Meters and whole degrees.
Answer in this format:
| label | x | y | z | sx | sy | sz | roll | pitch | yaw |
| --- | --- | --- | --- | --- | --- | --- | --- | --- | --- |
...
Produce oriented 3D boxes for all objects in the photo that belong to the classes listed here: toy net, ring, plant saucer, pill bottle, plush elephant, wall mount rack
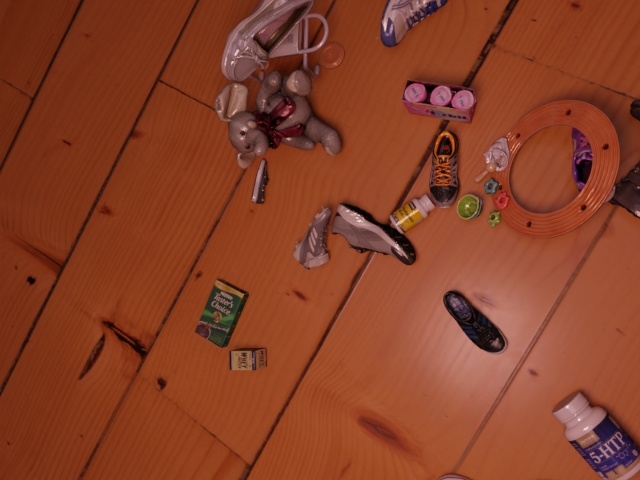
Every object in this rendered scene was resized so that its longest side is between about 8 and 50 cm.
| label | x | y | z | sx | sy | sz | roll | pitch | yaw |
| --- | --- | --- | --- | --- | --- | --- | --- | --- | --- |
| toy net | 0.438 | -0.155 | 1.367 | 0.122 | 0.045 | 0.232 | 24 | 99 | 53 |
| ring | 0.552 | -0.168 | 1.273 | 0.337 | 0.032 | 0.336 | -22 | 63 | 51 |
| plant saucer | 0.032 | -0.562 | 1.608 | 0.084 | 0.013 | 0.083 | -2 | 84 | 20 |
| pill bottle | 0.252 | -0.075 | 1.445 | 0.116 | 0.065 | 0.065 | -36 | 73 | 13 |
| plush elephant | -0.153 | -0.334 | 1.520 | 0.255 | 0.271 | 0.330 | -42 | 45 | -12 |
| wall mount rack | -0.110 | -0.643 | 1.611 | 0.350 | 0.130 | 0.303 | 3 | 89 | 25 |
| pill bottle | 0.632 | 0.449 | 1.219 | 0.112 | 0.112 | 0.186 | -44 | 71 | 12 |

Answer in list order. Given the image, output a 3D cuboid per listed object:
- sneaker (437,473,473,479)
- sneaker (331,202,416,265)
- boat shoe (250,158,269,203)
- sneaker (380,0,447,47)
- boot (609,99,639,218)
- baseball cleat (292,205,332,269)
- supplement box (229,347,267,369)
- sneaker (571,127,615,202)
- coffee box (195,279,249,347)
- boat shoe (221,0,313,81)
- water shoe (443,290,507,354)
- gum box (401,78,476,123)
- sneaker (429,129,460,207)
| label | x | y | z | sx | sy | sz | roll | pitch | yaw |
| --- | --- | --- | --- | --- | --- | --- | --- | --- | --- |
| sneaker | 0.394 | 0.676 | 1.261 | 0.282 | 0.161 | 0.102 | 30 | 97 | 22 |
| sneaker | 0.145 | -0.002 | 1.470 | 0.272 | 0.100 | 0.107 | 33 | 106 | 27 |
| boat shoe | -0.182 | -0.180 | 1.637 | 0.040 | 0.049 | 0.142 | 14 | 81 | -13 |
| sneaker | 0.277 | -0.667 | 1.474 | 0.131 | 0.112 | 0.296 | 31 | 96 | 21 |
| boot | 0.762 | -0.180 | 1.246 | 0.229 | 0.091 | 0.263 | -50 | 51 | 24 |
| baseball cleat | 0.000 | 0.000 | 1.518 | 0.109 | 0.072 | 0.205 | 42 | 128 | 11 |
| supplement box | -0.213 | 0.350 | 1.568 | 0.083 | 0.083 | 0.056 | -5 | 84 | 19 |
| sneaker | 0.645 | -0.208 | 1.270 | 0.095 | 0.105 | 0.236 | -12 | 70 | 43 |
| coffee box | -0.306 | 0.224 | 1.640 | 0.113 | 0.040 | 0.184 | 26 | 94 | 22 |
| boat shoe | -0.153 | -0.573 | 1.487 | 0.320 | 0.118 | 0.103 | -47 | 61 | 5 |
| water shoe | 0.387 | 0.214 | 1.354 | 0.203 | 0.080 | 0.073 | 45 | 101 | 19 |
| gum box | 0.325 | -0.372 | 1.425 | 0.189 | 0.107 | 0.062 | 16 | 90 | 22 |
| sneaker | 0.329 | -0.194 | 1.419 | 0.084 | 0.083 | 0.214 | -1 | 85 | 19 |
